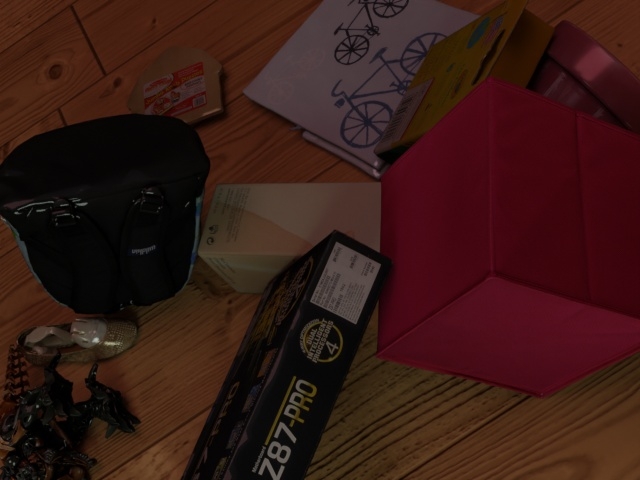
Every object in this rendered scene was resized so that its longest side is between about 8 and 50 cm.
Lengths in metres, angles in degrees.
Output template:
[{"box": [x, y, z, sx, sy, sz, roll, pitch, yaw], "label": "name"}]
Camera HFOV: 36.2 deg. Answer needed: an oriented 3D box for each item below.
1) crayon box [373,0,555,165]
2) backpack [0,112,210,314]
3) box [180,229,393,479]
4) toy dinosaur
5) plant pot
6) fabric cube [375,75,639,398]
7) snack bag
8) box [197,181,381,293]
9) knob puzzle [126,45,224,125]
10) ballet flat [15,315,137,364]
[{"box": [0.200, -0.203, 1.347, 0.202, 0.081, 0.318, -61, 12, -9], "label": "crayon box"}, {"box": [-0.305, -0.026, 1.436, 0.290, 0.355, 0.273, -13, 49, -10], "label": "backpack"}, {"box": [-0.065, 0.208, 1.223, 0.097, 0.318, 0.395, 26, 70, -7], "label": "box"}, {"box": [-0.412, 0.284, 1.426, 0.218, 0.164, 0.322, -41, 75, 16], "label": "toy dinosaur"}, {"box": [0.339, -0.167, 1.335, 0.180, 0.201, 0.201, -46, 52, 12], "label": "plant pot"}, {"box": [0.235, 0.009, 1.169, 0.254, 0.259, 0.258, -44, 36, 51], "label": "fabric cube"}, {"box": [0.069, -0.286, 1.613, 0.342, 0.037, 0.323, 31, 77, 34], "label": "snack bag"}, {"box": [0.000, 0.000, 1.406, 0.311, 0.148, 0.121, 1, 63, 26], "label": "box"}, {"box": [-0.257, -0.270, 1.753, 0.213, 0.030, 0.213, -11, 58, 19], "label": "knob puzzle"}, {"box": [-0.389, 0.154, 1.535, 0.206, 0.067, 0.073, -14, 56, 16], "label": "ballet flat"}]
